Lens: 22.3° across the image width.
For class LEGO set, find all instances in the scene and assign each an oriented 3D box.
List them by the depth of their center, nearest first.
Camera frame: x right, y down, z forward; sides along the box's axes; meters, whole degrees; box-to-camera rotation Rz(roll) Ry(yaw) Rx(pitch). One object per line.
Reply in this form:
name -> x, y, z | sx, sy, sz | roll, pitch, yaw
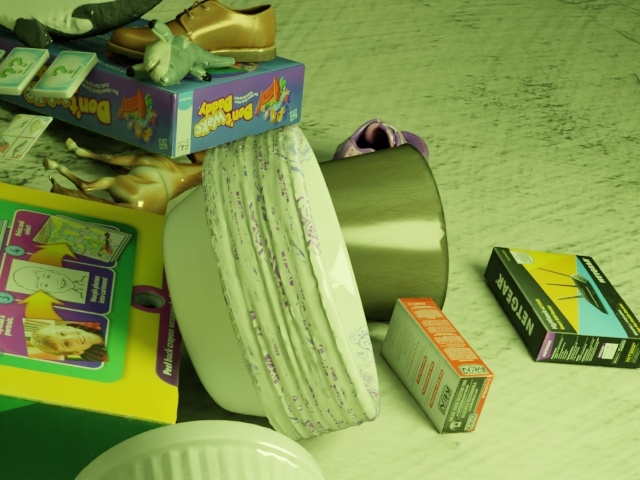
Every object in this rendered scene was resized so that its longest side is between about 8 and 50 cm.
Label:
LEGO set -> -0.385, -0.152, 1.811 | 0.182, 0.060, 0.244 | 7, 45, 25

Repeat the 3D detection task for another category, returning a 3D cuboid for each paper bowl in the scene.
paper bowl -> -0.049, 0.047, 1.493 | 0.148, 0.284, 0.284 | -17, 28, 6

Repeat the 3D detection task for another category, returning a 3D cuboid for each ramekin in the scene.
ramekin -> -0.085, 0.239, 1.176 | 0.207, 0.207, 0.109 | 7, 38, -18

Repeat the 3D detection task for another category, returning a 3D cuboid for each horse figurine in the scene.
horse figurine -> -0.220, -0.064, 1.816 | 0.174, 0.066, 0.263 | 16, 21, 7

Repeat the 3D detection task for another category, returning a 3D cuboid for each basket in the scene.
basket -> 0.000, 0.000, 1.724 | 0.226, 0.154, 0.204 | -4, 71, -21

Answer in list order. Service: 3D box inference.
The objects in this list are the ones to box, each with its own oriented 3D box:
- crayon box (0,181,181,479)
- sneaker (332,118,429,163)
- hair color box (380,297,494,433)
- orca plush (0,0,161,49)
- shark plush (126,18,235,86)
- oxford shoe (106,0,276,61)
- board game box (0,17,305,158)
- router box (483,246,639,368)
crayon box -> -0.287, 0.076, 1.473 | 0.313, 0.106, 0.363 | 11, 28, -8
sneaker -> 0.078, -0.105, 2.016 | 0.095, 0.105, 0.236 | 24, 27, 19
hair color box -> 0.116, 0.125, 1.638 | 0.043, 0.072, 0.141 | 1, 32, -28
orca plush -> -0.275, -0.293, 1.949 | 0.287, 0.102, 0.151 | -16, 66, 14
shark plush -> -0.154, -0.194, 1.840 | 0.067, 0.073, 0.161 | 38, 12, 22
oxford shoe -> -0.152, -0.251, 1.919 | 0.212, 0.076, 0.076 | -7, 26, -26
board game box -> -0.227, -0.201, 1.983 | 0.347, 0.078, 0.233 | 20, 25, 34
router box -> 0.279, 0.076, 1.847 | 0.133, 0.046, 0.179 | 5, 29, -20
